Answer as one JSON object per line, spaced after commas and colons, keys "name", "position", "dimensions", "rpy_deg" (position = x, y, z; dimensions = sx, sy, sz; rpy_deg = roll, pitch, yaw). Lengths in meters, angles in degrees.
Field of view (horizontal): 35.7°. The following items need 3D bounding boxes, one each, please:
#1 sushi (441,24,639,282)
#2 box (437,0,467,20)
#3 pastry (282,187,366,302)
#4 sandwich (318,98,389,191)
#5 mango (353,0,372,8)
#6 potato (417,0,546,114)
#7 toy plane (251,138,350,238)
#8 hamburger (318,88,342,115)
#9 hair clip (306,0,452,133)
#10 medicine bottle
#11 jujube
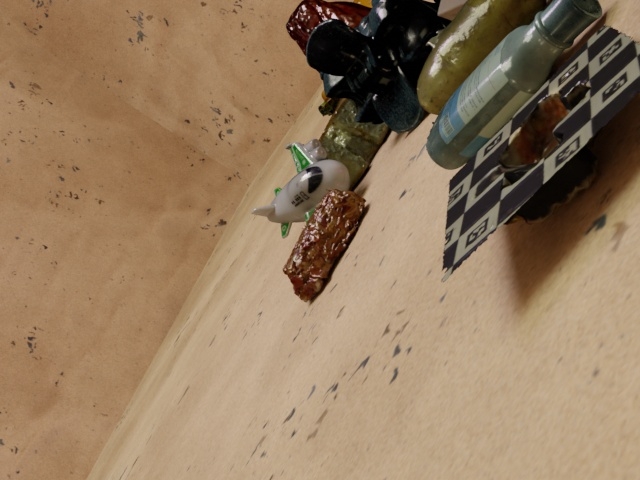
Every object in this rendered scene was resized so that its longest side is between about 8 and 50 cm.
{"name": "sushi", "position": [0.165, -0.061, 0.701], "dimensions": [0.193, 0.040, 0.210], "rpy_deg": [-46, 9, 19]}
{"name": "box", "position": [0.248, -0.461, 1.220], "dimensions": [0.204, 0.051, 0.365], "rpy_deg": [-177, 101, -71]}
{"name": "pastry", "position": [-0.001, 0.001, 1.343], "dimensions": [0.169, 0.063, 0.087], "rpy_deg": [-60, 11, -24]}
{"name": "sandwich", "position": [0.043, -0.155, 1.580], "dimensions": [0.244, 0.090, 0.088], "rpy_deg": [-60, 6, -18]}
{"name": "mango", "position": [0.129, -0.445, 1.998], "dimensions": [0.102, 0.141, 0.217], "rpy_deg": [-59, 2, 36]}
{"name": "potato", "position": [0.175, -0.222, 1.100], "dimensions": [0.188, 0.085, 0.105], "rpy_deg": [-49, 12, 19]}
{"name": "toy plane", "position": [-0.024, -0.069, 1.496], "dimensions": [0.174, 0.080, 0.174], "rpy_deg": [-11, 74, 46]}
{"name": "hamburger", "position": [0.070, -0.327, 2.067], "dimensions": [0.189, 0.093, 0.164], "rpy_deg": [-51, 8, 35]}
{"name": "hair clip", "position": [0.110, -0.277, 1.426], "dimensions": [0.206, 0.194, 0.310], "rpy_deg": [-48, 0, -36]}
{"name": "medicine bottle", "position": [0.176, -0.152, 0.925], "dimensions": [0.208, 0.054, 0.090], "rpy_deg": [-47, 11, 43]}
{"name": "jujube", "position": [0.055, -0.341, 1.715], "dimensions": [0.168, 0.236, 0.168], "rpy_deg": [-60, 2, 4]}
